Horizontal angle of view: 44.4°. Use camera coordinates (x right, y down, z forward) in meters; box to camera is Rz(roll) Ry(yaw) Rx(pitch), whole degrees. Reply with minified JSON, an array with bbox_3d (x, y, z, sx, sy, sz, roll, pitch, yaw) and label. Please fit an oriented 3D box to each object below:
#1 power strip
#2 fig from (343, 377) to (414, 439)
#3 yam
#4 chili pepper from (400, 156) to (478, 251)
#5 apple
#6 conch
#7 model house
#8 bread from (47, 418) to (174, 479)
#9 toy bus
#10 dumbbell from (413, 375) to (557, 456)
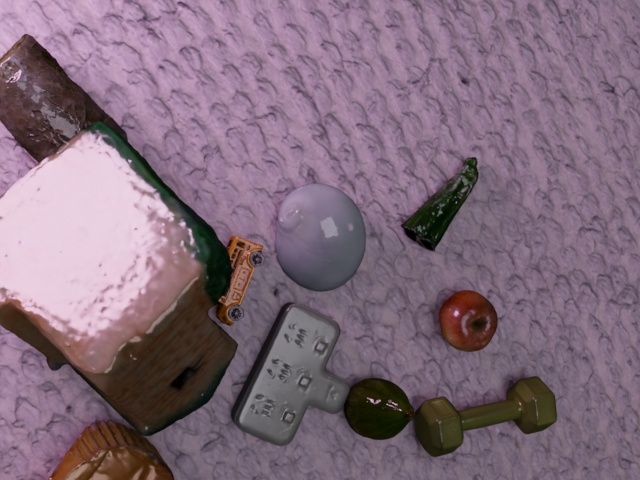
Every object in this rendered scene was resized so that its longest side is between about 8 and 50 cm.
[{"bbox_3d":[-0.037,0.271,1.527,0.193,0.059,0.265,27,82,-18],"label":"power strip"},{"bbox_3d":[0.123,0.336,1.533,0.123,0.156,0.123,-2,95,-25],"label":"fig"},{"bbox_3d":[-0.458,-0.215,1.326,0.154,0.154,0.254,-44,107,-13],"label":"yam"},{"bbox_3d":[0.260,-0.089,1.624,0.088,0.059,0.227,37,76,-3],"label":"chili pepper"},{"bbox_3d":[0.301,0.166,1.619,0.126,0.102,0.126,-1,93,-25],"label":"apple"},{"bbox_3d":[-0.001,0.000,1.514,0.185,0.121,0.221,-22,105,13],"label":"conch"},{"bbox_3d":[-0.320,0.088,1.265,0.382,0.343,0.334,38,73,26],"label":"model house"},{"bbox_3d":[-0.401,0.459,1.360,0.204,0.156,0.288,41,76,-24],"label":"bread"},{"bbox_3d":[-0.165,0.076,1.472,0.074,0.069,0.162,23,82,-17],"label":"toy bus"},{"bbox_3d":[0.346,0.365,1.636,0.301,0.121,0.108,-7,123,-18],"label":"dumbbell"}]
